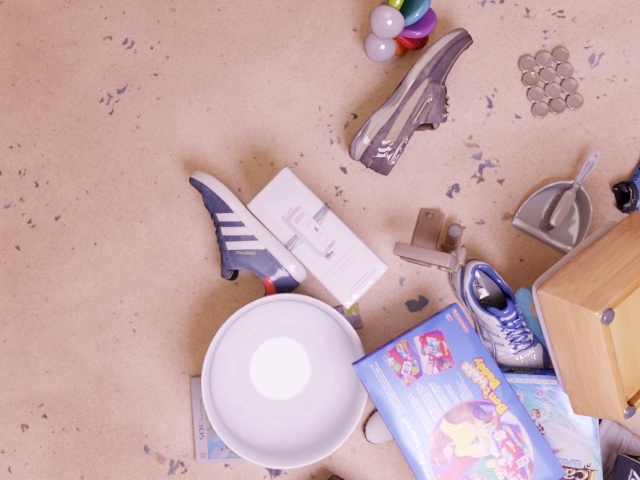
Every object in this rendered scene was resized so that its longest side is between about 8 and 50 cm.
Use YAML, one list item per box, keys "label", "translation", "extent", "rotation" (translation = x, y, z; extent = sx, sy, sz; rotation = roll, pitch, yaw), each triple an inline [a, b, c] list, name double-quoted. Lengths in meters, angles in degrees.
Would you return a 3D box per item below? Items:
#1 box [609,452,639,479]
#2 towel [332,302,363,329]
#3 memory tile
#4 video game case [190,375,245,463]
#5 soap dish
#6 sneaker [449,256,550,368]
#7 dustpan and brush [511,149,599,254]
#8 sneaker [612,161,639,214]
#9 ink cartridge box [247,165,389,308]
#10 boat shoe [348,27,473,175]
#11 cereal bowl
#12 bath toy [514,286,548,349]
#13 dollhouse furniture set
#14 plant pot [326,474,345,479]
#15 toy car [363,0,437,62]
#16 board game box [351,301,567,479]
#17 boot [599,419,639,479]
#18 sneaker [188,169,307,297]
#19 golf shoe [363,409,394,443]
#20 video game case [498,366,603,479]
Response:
- label: "box"
  translation: [0.624, 0.612, 0.865]
  extent: [0.318, 0.097, 0.395]
  rotation: [19, 88, -24]
- label: "towel"
  translation: [0.052, 0.176, 1.064]
  extent: [0.083, 0.009, 0.060]
  rotation: [-11, 86, 5]
- label: "memory tile"
  translation: [0.510, -0.350, 1.049]
  extent: [0.113, 0.012, 0.148]
  rotation: [-14, 85, 5]
- label: "video game case"
  translation: [-0.185, 0.399, 1.068]
  extent: [0.212, 0.023, 0.193]
  rotation: [-6, 86, 6]
- label: "soap dish"
  translation: [0.486, 0.134, 0.771]
  extent: [0.229, 0.118, 0.291]
  rotation: [-34, 115, -13]
- label: "sneaker"
  translation: [0.371, 0.168, 0.970]
  extent: [0.112, 0.131, 0.296]
  rotation: [-36, 85, 1]
- label: "dustpan and brush"
  translation: [0.527, -0.094, 1.004]
  extent: [0.147, 0.060, 0.211]
  rotation: [29, 90, 7]
- label: "sneaker"
  translation: [0.667, -0.127, 0.992]
  extent: [0.084, 0.058, 0.152]
  rotation: [7, 93, -2]
- label: "ink cartridge box"
  translation: [0.000, 0.000, 0.983]
  extent: [0.117, 0.207, 0.283]
  rotation: [-45, 82, 0]
- label: "boat shoe"
  translation: [0.213, -0.292, 1.033]
  extent: [0.130, 0.132, 0.355]
  rotation: [41, 100, -2]
- label: "cereal bowl"
  translation: [-0.075, 0.280, 0.987]
  extent: [0.339, 0.141, 0.339]
  rotation: [1, 83, -10]
- label: "bath toy"
  translation: [0.545, 0.073, 0.924]
  extent: [0.348, 0.151, 0.129]
  rotation: [-25, 59, -19]
- label: "dollhouse furniture set"
  translation: [0.231, -0.010, 0.962]
  extent: [0.144, 0.151, 0.123]
  rotation: [14, 87, 34]
- label: "plant pot"
  translation: [0.028, 0.615, 0.940]
  extent: [0.263, 0.263, 0.229]
  rotation: [32, 71, 7]
- label: "toy car"
  translation: [0.179, -0.472, 1.013]
  extent: [0.136, 0.182, 0.159]
  rotation: [22, 74, 3]
- label: "board game box"
  translation: [0.244, 0.325, 0.879]
  extent: [0.233, 0.078, 0.347]
  rotation: [-29, 79, -4]
- label: "boot"
  translation: [0.543, 0.481, 0.959]
  extent: [0.123, 0.095, 0.258]
  rotation: [38, 86, 18]
- label: "sneaker"
  translation: [-0.194, -0.001, 1.042]
  extent: [0.148, 0.131, 0.350]
  rotation: [-44, 83, -3]
- label: "golf shoe"
  translation: [0.179, 0.378, 0.996]
  extent: [0.198, 0.094, 0.077]
  rotation: [-29, 85, 5]
- label: "video game case"
  translation: [0.401, 0.380, 0.938]
  extent: [0.269, 0.061, 0.244]
  rotation: [-5, 90, 25]
